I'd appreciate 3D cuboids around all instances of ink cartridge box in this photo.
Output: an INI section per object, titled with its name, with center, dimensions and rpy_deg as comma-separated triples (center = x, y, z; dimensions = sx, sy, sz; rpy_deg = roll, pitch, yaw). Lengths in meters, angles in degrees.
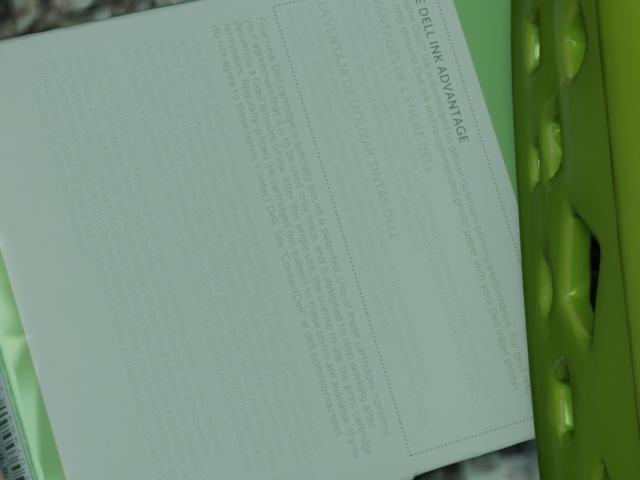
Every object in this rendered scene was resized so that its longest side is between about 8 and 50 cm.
[ink cartridge box]
center = 0.000, 0.000, 0.623
dimensions = 0.235, 0.056, 0.171
rpy_deg = -15, 84, -20

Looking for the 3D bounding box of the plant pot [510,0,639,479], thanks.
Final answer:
[plant pot]
center = 0.172, -0.003, 0.506
dimensions = 0.227, 0.207, 0.228
rpy_deg = -4, 82, 3
